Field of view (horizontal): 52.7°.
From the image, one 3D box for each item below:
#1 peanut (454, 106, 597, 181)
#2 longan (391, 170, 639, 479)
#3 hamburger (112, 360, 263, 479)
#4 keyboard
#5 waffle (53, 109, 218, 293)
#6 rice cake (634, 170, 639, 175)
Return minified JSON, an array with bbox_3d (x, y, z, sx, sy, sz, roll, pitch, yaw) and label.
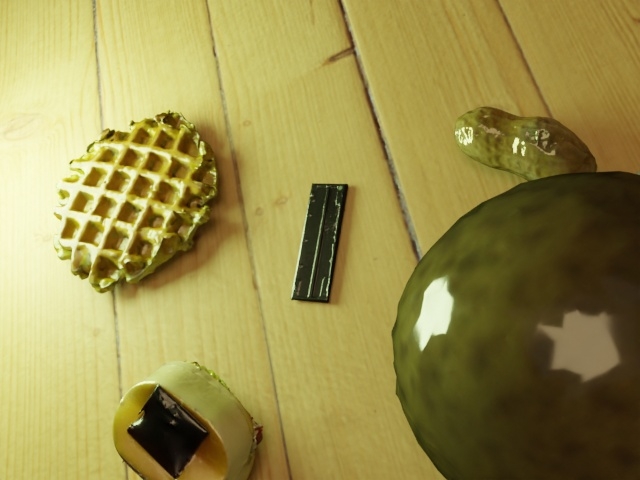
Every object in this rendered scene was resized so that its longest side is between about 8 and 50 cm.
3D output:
[{"bbox_3d":[0.292,-0.134,0.926,0.214,0.099,0.099,25,77,31],"label":"peanut"},{"bbox_3d":[0.275,0.119,0.678,0.391,0.391,0.391,-6,66,15],"label":"longan"},{"bbox_3d":[-0.184,0.267,0.892,0.210,0.116,0.173,30,87,22],"label":"hamburger"},{"bbox_3d":[0.000,0.000,0.999,0.064,0.010,0.198,3,68,20],"label":"keyboard"},{"bbox_3d":[-0.325,-0.076,1.102,0.325,0.068,0.302,-29,63,2],"label":"waffle"},{"bbox_3d":[0.401,-0.032,0.869,0.245,0.042,0.045,-44,60,-3],"label":"rice cake"}]
